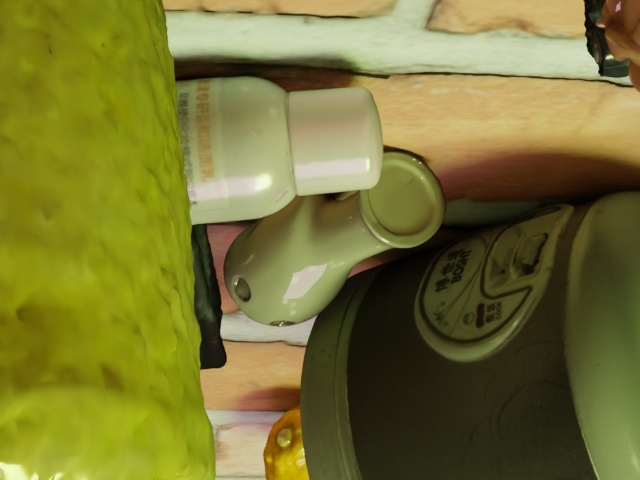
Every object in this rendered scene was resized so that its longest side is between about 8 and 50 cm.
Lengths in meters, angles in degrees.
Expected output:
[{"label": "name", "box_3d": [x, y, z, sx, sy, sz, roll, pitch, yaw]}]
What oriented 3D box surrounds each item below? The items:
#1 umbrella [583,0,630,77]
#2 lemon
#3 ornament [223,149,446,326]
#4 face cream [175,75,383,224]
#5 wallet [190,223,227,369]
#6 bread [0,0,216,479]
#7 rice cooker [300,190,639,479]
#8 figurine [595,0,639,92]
[{"label": "umbrella", "box_3d": [0.237, -0.128, 0.913, 0.224, 0.080, 0.071, -8, 123, 2]}, {"label": "lemon", "box_3d": [0.012, 0.186, 1.587, 0.114, 0.114, 0.155, -15, 152, 26]}, {"label": "ornament", "box_3d": [0.000, 0.000, 1.183, 0.156, 0.081, 0.075, -30, -177, 45]}, {"label": "face cream", "box_3d": [-0.100, -0.045, 1.038, 0.269, 0.082, 0.082, -4, 158, 3]}, {"label": "wallet", "box_3d": [-0.270, 0.044, 1.255, 0.406, 0.062, 0.228, -4, 158, 0]}, {"label": "bread", "box_3d": [-0.225, 0.003, 0.837, 0.348, 0.307, 0.348, -4, 165, -1]}, {"label": "rice cooker", "box_3d": [0.144, 0.119, 1.240, 0.277, 0.288, 0.288, -17, 154, 33]}, {"label": "figurine", "box_3d": [0.150, -0.134, 0.788, 0.126, 0.157, 0.114, 3, 136, -3]}]
